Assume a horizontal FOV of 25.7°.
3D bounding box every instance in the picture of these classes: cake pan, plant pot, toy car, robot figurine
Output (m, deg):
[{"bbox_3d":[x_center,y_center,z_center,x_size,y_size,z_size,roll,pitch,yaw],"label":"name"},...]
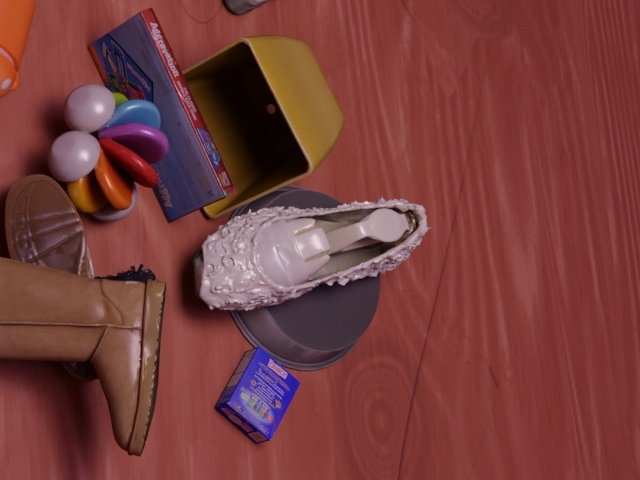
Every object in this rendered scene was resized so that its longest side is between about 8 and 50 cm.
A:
[{"bbox_3d":[-0.020,0.050,2.145,0.293,0.054,0.293,13,69,-36],"label":"cake pan"},{"bbox_3d":[-0.089,-0.186,2.075,0.187,0.212,0.212,-34,99,-54],"label":"plant pot"},{"bbox_3d":[-0.274,-0.121,1.911,0.159,0.136,0.182,51,45,-52],"label":"toy car"},{"bbox_3d":[-0.448,-0.272,1.845,0.128,0.158,0.219,14,65,-11],"label":"robot figurine"}]

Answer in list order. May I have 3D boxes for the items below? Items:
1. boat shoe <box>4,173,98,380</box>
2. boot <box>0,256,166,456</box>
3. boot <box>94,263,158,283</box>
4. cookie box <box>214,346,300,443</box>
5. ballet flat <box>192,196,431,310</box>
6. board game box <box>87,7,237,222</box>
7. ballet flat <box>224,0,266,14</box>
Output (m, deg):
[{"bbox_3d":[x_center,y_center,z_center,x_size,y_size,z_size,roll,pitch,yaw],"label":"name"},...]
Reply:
[{"bbox_3d":[-0.350,0.054,1.866,0.105,0.089,0.285,-16,84,-14],"label":"boat shoe"},{"bbox_3d":[-0.338,0.145,1.769,0.270,0.089,0.236,5,76,-2],"label":"boot"},{"bbox_3d":[-0.267,0.096,1.938,0.099,0.045,0.121,-7,81,-43],"label":"boot"},{"bbox_3d":[-0.090,0.225,2.042,0.092,0.040,0.107,44,54,-20],"label":"cookie box"},{"bbox_3d":[0.000,0.000,2.054,0.409,0.147,0.147,-15,86,-40],"label":"ballet flat"},{"bbox_3d":[-0.226,-0.173,1.985,0.027,0.145,0.281,-28,95,-43],"label":"board game box"},{"bbox_3d":[-0.069,-0.423,2.239,0.213,0.068,0.072,-41,104,-39],"label":"ballet flat"}]
